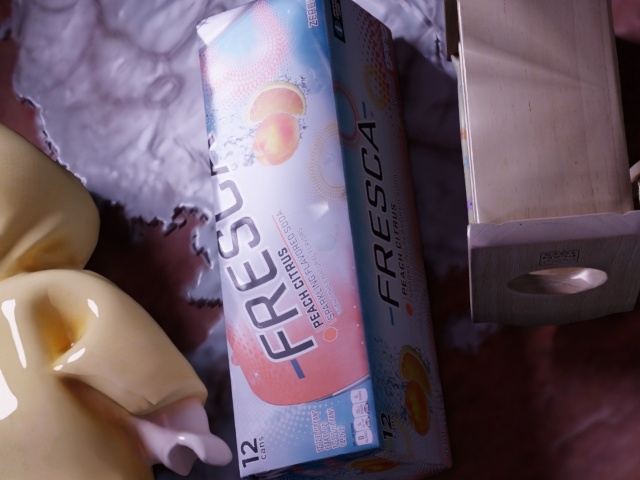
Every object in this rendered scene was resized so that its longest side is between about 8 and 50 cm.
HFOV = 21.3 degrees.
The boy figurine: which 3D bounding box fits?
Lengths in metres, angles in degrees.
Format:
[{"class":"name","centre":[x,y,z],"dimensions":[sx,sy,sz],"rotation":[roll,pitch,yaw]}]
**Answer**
[{"class":"boy figurine","centre":[-0.119,0.083,0.666],"dimensions":[0.177,0.092,0.285],"rotation":[-29,63,21]}]

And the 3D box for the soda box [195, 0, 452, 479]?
[{"class":"soda box","centre":[0.000,0.000,0.634],"dimensions":[0.058,0.063,0.183],"rotation":[-17,68,25]}]

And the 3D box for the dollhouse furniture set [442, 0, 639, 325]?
[{"class":"dollhouse furniture set","centre":[0.124,-0.074,0.587],"dimensions":[0.161,0.101,0.182],"rotation":[-4,72,4]}]
